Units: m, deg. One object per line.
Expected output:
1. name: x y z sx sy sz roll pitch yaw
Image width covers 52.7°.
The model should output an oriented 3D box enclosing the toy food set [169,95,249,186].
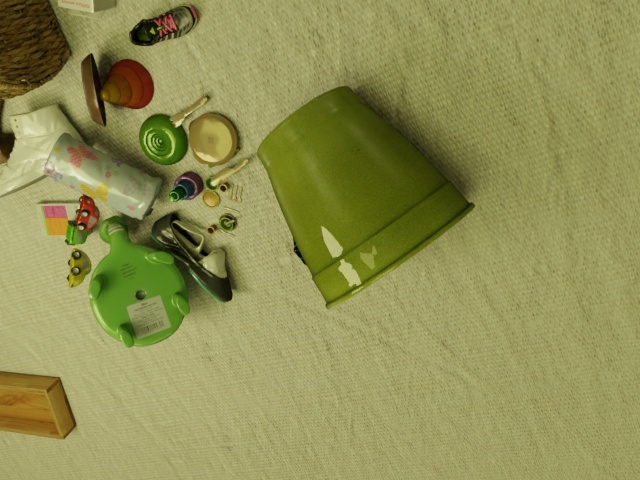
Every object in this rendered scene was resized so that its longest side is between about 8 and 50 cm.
1. toy food set: -0.255 -0.238 1.526 0.132 0.038 0.192 -29 98 22

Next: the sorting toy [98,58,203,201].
1. sorting toy: -0.411 -0.243 1.521 0.127 0.126 0.365 -21 106 27

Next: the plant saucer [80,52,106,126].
1. plant saucer: -0.525 -0.345 1.490 0.029 0.168 0.168 -10 116 -10

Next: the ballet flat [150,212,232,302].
1. ballet flat: -0.312 0.039 1.651 0.280 0.095 0.096 43 109 -5

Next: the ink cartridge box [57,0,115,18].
1. ink cartridge box: -0.513 -0.566 1.413 0.092 0.090 0.143 15 121 12

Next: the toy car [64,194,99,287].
1. toy car: -0.618 -0.011 1.665 0.053 0.225 0.239 8 96 -29

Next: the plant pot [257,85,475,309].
1. plant pot: 0.060 -0.106 1.323 0.366 0.366 0.353 -37 88 30

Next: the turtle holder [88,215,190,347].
1. turtle holder: -0.492 0.118 1.661 0.320 0.243 0.227 42 165 -12

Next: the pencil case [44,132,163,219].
1. pencil case: -0.522 -0.156 1.567 0.273 0.124 0.113 25 139 -15

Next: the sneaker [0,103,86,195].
1. sneaker: -0.753 -0.233 1.641 0.292 0.108 0.169 -29 102 6

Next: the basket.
1. basket: -0.750 -0.418 1.450 0.223 0.299 0.213 -11 113 21

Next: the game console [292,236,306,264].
1. game console: 0.000 0.000 1.567 0.122 0.071 0.107 -9 142 24

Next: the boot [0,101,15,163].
1. boot: -0.926 -0.323 1.686 0.220 0.109 0.283 -1 122 24

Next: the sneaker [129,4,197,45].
1. sneaker: -0.350 -0.465 1.416 0.170 0.075 0.063 -11 111 24

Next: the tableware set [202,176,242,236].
1. tableware set: -0.253 -0.080 1.607 0.104 0.024 0.154 20 121 9

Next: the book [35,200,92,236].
1. book: -0.706 -0.060 1.771 0.144 0.035 0.096 1 114 17

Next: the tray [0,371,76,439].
1. tray: -1.036 0.543 2.167 0.411 0.076 0.202 2 116 19
